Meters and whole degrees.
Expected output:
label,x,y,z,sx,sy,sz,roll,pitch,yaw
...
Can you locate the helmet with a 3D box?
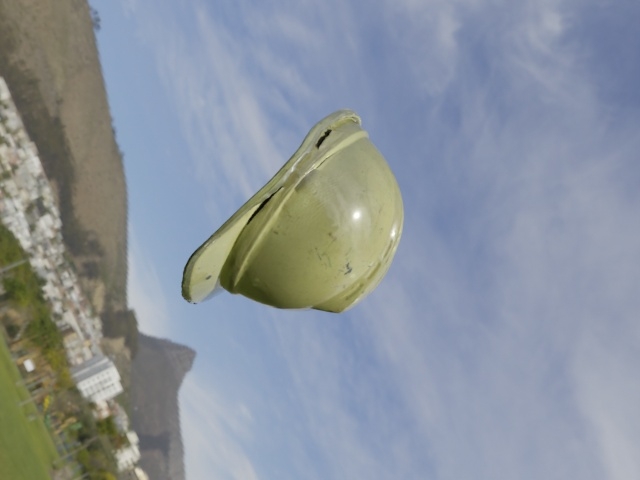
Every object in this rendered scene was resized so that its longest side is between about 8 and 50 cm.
label,x,y,z,sx,sy,sz,roll,pitch,yaw
helmet,0.000,0.005,0.761,0.137,0.257,0.204,40,-11,11
